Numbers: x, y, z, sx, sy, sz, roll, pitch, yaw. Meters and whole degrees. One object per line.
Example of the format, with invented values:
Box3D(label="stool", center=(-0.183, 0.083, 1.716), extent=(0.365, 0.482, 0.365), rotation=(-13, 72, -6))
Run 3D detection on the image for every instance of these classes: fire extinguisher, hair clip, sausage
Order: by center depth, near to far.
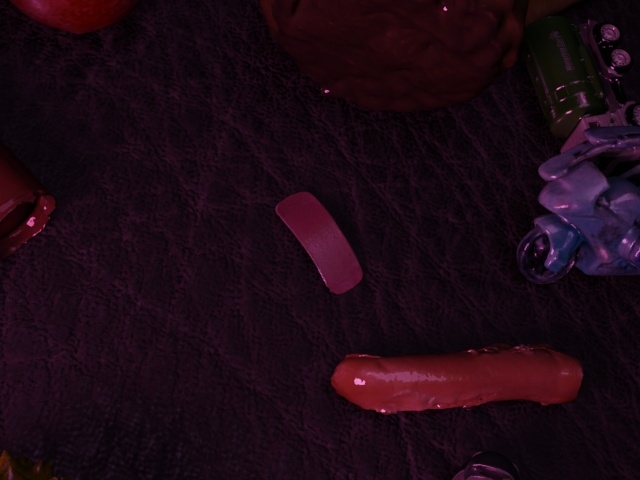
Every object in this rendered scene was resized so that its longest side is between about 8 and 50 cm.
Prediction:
Box3D(label="fire extinguisher", center=(-0.428, -0.136, 0.991), extent=(0.337, 0.147, 0.106), rotation=(45, 60, 6))
Box3D(label="sausage", center=(0.163, 0.156, 1.071), extent=(0.304, 0.078, 0.078), rotation=(0, 66, -17))
Box3D(label="hair clip", center=(0.000, -0.001, 1.125), extent=(0.054, 0.022, 0.137), rotation=(-29, 76, -22))

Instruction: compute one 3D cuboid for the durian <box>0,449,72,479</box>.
Box3D(label="durian", center=(-0.289, 0.307, 0.782), extent=(0.291, 0.225, 0.291), rotation=(10, 61, -18))

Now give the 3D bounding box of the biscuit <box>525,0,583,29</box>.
Box3D(label="biscuit", center=(0.289, -0.428, 1.365), extent=(0.290, 0.062, 0.237), rotation=(-32, 93, -26))

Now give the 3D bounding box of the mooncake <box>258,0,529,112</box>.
Box3D(label="mooncake", center=(0.095, -0.296, 1.125), extent=(0.323, 0.324, 0.187), rotation=(16, 65, -9))

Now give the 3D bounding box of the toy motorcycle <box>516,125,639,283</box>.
Box3D(label="toy motorcycle", center=(0.374, -0.042, 1.167), extent=(0.260, 0.206, 0.154), rotation=(-3, 30, -17))

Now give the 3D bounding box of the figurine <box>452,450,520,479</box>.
Box3D(label="figurine", center=(0.160, 0.298, 0.970), extent=(0.147, 0.126, 0.192), rotation=(25, 29, 8))

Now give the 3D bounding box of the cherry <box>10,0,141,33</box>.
Box3D(label="cherry", center=(-0.291, -0.374, 1.095), extent=(0.206, 0.239, 0.239), rotation=(4, 65, -12))

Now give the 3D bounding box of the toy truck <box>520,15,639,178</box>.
Box3D(label="toy truck", center=(0.358, -0.197, 1.279), extent=(0.124, 0.101, 0.243), rotation=(-8, 66, -15))
